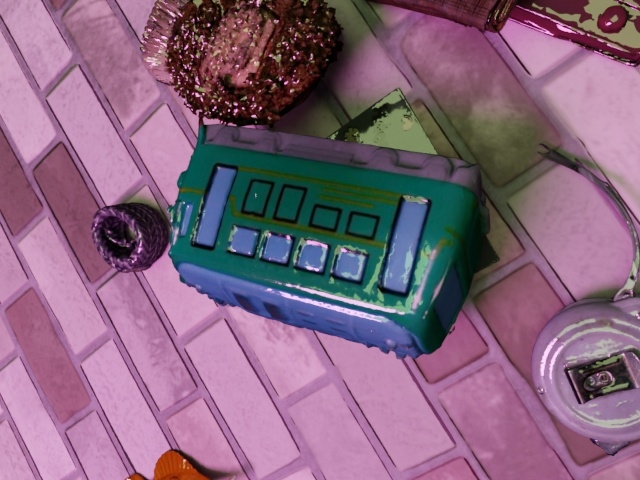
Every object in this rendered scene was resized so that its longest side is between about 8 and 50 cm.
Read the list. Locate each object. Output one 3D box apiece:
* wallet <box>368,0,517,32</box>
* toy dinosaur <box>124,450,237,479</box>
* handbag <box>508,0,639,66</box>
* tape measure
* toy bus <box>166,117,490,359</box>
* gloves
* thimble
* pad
[{"bbox_3d":[0.130,-0.303,0.623,0.230,0.042,0.124,41,112,48],"label":"wallet"},{"bbox_3d":[-0.211,0.367,0.867,0.212,0.057,0.142,-45,56,8],"label":"toy dinosaur"},{"bbox_3d":[0.285,-0.309,0.587,0.216,0.074,0.203,31,107,20],"label":"handbag"},{"bbox_3d":[0.270,0.059,0.612,0.164,0.084,0.330,-27,84,18],"label":"tape measure"},{"bbox_3d":[0.000,0.000,0.645,0.343,0.183,0.199,13,74,23],"label":"toy bus"},{"bbox_3d":[-0.093,-0.240,0.719,0.210,0.135,0.312,-47,53,-2],"label":"gloves"},{"bbox_3d":[-0.282,-0.009,0.856,0.095,0.066,0.104,-36,79,24],"label":"thimble"},{"bbox_3d":[0.087,-0.042,0.728,0.170,0.006,0.245,-31,82,23],"label":"pad"}]
